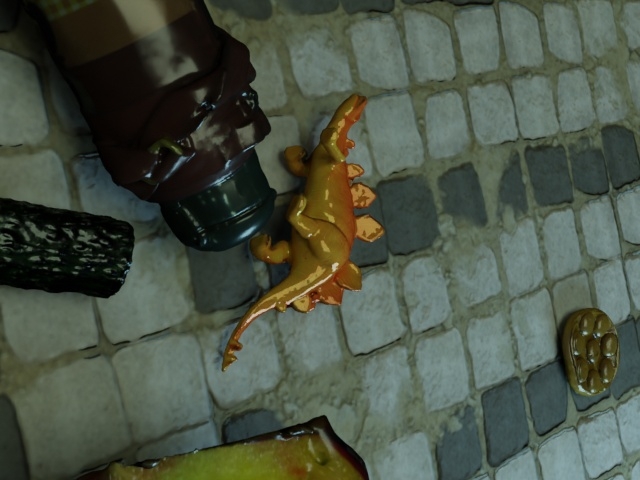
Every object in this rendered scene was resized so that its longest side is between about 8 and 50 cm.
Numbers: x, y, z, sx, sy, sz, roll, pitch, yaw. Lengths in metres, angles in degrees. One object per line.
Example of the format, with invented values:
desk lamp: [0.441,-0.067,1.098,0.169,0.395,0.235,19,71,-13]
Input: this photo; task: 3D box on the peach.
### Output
peach: [-0.080,0.226,0.769,0.267,0.153,0.159,-4,79,-51]

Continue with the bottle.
bottle: [-0.123,-0.116,0.777,0.156,0.143,0.271,-40,113,-37]

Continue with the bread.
bread: [0.323,0.133,1.221,0.110,0.024,0.110,6,81,-40]

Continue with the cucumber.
cucumber: [-0.265,-0.006,0.690,0.293,0.067,0.068,10,79,-38]

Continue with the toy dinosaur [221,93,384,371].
toy dinosaur: [0.000,0.000,0.925,0.117,0.070,0.288,32,70,-35]
